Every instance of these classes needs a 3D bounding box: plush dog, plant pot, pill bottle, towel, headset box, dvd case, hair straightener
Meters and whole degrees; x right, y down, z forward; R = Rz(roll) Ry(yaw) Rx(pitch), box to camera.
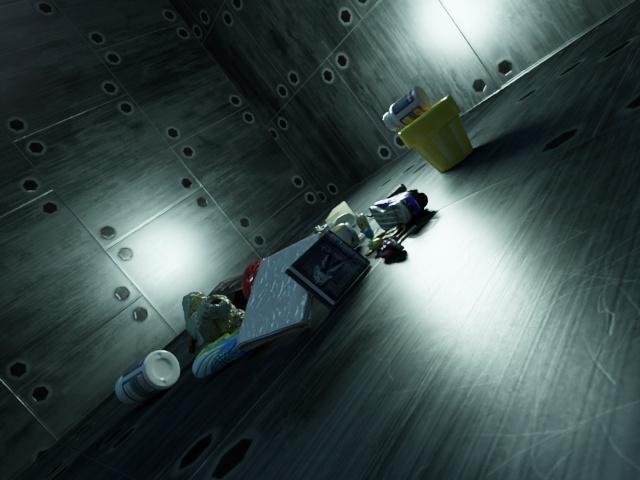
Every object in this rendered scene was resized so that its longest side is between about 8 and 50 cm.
[{"bbox_3d":[-0.357,0.293,1.632,0.225,0.211,0.262,7,-5,-39],"label":"plush dog"},{"bbox_3d":[-0.166,0.155,1.682,0.174,0.191,0.191,-13,23,42],"label":"plant pot"},{"bbox_3d":[0.348,-0.529,1.855,0.180,0.108,0.108,-32,9,41],"label":"pill bottle"},{"bbox_3d":[-0.119,0.157,1.409,0.316,0.053,0.332,-26,38,38],"label":"towel"},{"bbox_3d":[0.489,-0.421,1.866,0.254,0.239,0.254,-38,7,5],"label":"plant pot"},{"bbox_3d":[-0.343,0.224,1.900,0.218,0.110,0.293,-21,12,14],"label":"headset box"},{"bbox_3d":[-0.731,0.580,1.911,0.283,0.161,0.161,-33,8,34],"label":"pill bottle"},{"bbox_3d":[0.026,0.078,1.319,0.221,0.164,0.018,-43,-13,-40],"label":"dvd case"},{"bbox_3d":[0.289,-0.168,2.035,0.230,0.047,0.089,-37,7,12],"label":"hair straightener"}]

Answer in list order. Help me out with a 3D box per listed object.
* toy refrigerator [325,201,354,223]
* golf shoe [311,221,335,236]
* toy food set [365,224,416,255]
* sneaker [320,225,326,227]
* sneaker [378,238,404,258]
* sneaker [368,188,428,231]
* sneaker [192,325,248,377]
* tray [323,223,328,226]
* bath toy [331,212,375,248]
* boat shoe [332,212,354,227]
[{"bbox_3d":[0.106,-0.120,2.446,0.094,0.102,0.269,-36,8,18],"label":"toy refrigerator"},{"bbox_3d":[0.000,0.000,2.039,0.272,0.105,0.120,-17,66,59],"label":"golf shoe"},{"bbox_3d":[0.212,-0.012,1.444,0.132,0.039,0.192,-41,7,-23],"label":"toy food set"},{"bbox_3d":[0.045,-0.022,2.091,0.081,0.094,0.208,-39,18,-14],"label":"sneaker"},{"bbox_3d":[0.195,0.030,1.279,0.057,0.047,0.119,-54,6,-9],"label":"sneaker"},{"bbox_3d":[0.279,-0.114,1.576,0.146,0.102,0.293,-35,11,-13],"label":"sneaker"},{"bbox_3d":[-0.310,0.360,1.483,0.240,0.091,0.126,-39,8,-18],"label":"sneaker"},{"bbox_3d":[0.010,-0.046,2.758,0.145,0.030,0.270,-36,7,11],"label":"tray"},{"bbox_3d":[0.040,0.036,1.715,0.348,0.151,0.129,-34,51,17],"label":"bath toy"},{"bbox_3d":[0.072,-0.054,2.263,0.226,0.083,0.076,-41,9,-19],"label":"boat shoe"}]
